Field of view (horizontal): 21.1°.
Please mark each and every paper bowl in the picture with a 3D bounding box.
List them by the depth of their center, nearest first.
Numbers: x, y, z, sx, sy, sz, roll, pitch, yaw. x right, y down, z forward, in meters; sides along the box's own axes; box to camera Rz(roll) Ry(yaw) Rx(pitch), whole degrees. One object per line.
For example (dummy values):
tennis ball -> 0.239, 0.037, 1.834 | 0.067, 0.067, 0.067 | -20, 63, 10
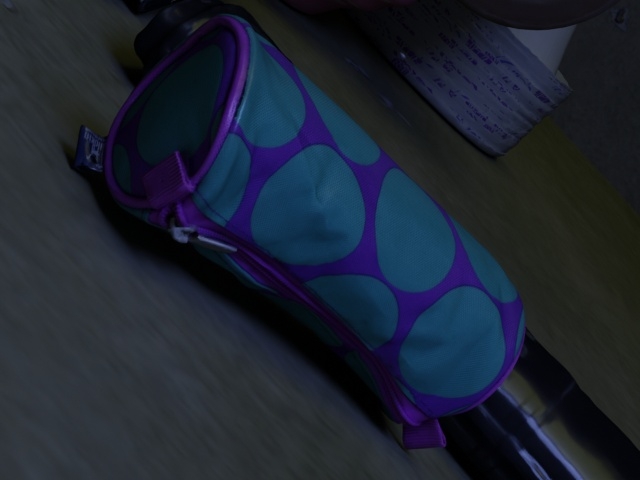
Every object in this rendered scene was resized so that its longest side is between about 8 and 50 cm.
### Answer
paper bowl -> 0.110, -0.221, 1.473 | 0.284, 0.148, 0.284 | 45, 13, -13

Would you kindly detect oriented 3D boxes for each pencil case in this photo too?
pencil case -> 0.000, 0.000, 0.527 | 0.151, 0.064, 0.070 | 40, 53, -38

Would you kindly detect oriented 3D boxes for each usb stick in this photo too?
usb stick -> 0.035, 0.022, 0.634 | 0.278, 0.045, 0.077 | 49, 20, 7

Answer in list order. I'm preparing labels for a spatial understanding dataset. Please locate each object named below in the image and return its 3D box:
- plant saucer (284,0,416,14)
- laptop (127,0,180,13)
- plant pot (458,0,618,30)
plant saucer -> -0.062, -0.270, 1.159 | 0.332, 0.084, 0.332 | 46, 12, -13
laptop -> -0.107, -0.318, 0.734 | 0.408, 0.236, 0.382 | -22, 65, -36
plant pot -> 0.148, -0.269, 1.186 | 0.263, 0.263, 0.229 | 42, 29, -26
